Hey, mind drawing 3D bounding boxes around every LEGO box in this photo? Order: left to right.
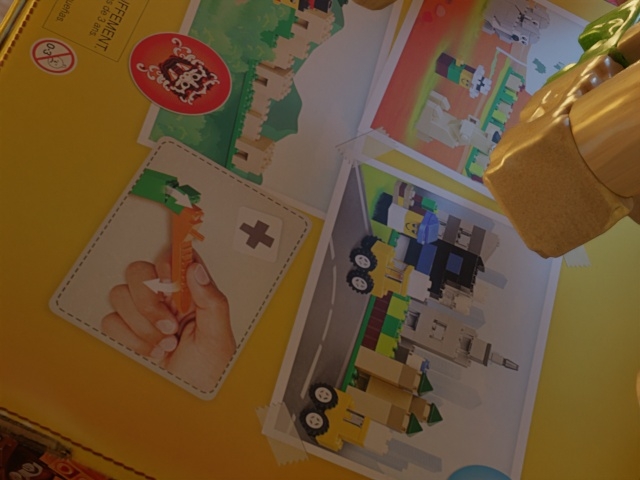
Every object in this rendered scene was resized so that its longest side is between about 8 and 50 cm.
[{"bbox_3d":[0.000,0.000,1.020,0.193,0.372,0.500,-59,8,48],"label":"LEGO box"}]

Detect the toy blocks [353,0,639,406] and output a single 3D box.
[{"bbox_3d":[0.216,-0.103,0.781,0.309,0.260,0.288,55,-148,-10],"label":"toy blocks"}]
